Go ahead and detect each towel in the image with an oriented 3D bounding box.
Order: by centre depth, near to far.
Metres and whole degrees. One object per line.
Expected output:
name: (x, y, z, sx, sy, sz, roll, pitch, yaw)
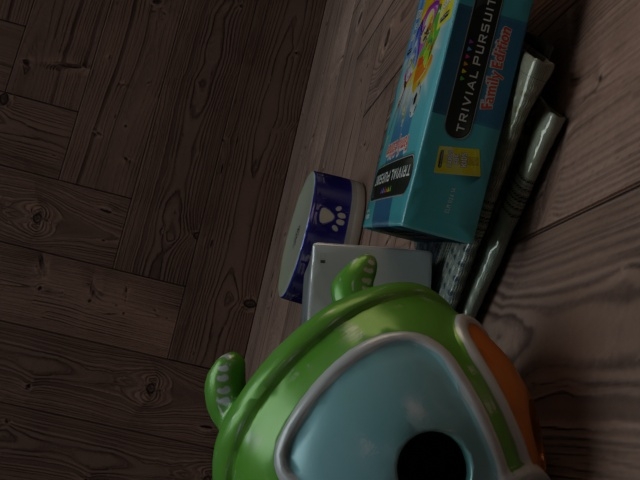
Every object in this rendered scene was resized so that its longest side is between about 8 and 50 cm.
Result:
towel: (0.183, -0.086, 1.049, 0.312, 0.056, 0.324, -90, 14, -68)

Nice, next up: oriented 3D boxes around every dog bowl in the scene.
dog bowl: (0.000, 0.000, 1.813, 0.265, 0.104, 0.265, -166, 90, -81)

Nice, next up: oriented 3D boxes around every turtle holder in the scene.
turtle holder: (0.032, 0.186, 0.723, 0.227, 0.320, 0.243, 38, 140, 41)

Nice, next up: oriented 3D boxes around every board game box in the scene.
board game box: (0.139, -0.168, 1.003, 0.254, 0.079, 0.336, -179, 103, -84)

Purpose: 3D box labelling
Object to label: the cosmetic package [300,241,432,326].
cosmetic package: (0.043, 0.136, 1.070, 0.225, 0.138, 0.224, 116, 158, -78)
